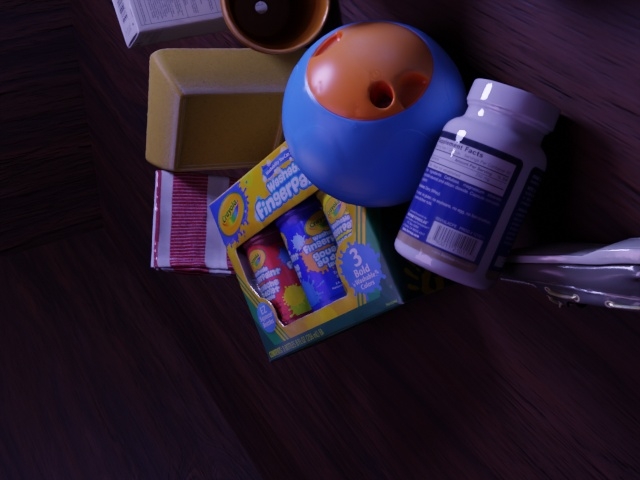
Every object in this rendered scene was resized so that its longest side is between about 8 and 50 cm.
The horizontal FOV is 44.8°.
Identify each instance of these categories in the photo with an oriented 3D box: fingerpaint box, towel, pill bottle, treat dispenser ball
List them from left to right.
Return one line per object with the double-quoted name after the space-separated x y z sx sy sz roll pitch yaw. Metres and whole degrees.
-0.208 -0.033 1.742 0.037 0.329 0.237 144 128 -62 "towel"
0.000 0.000 1.533 0.445 0.163 0.371 -31 78 49 "fingerpaint box"
0.084 -0.195 1.209 0.288 0.288 0.288 42 141 46 "treat dispenser ball"
0.219 -0.078 1.074 0.153 0.153 0.264 33 102 52 "pill bottle"

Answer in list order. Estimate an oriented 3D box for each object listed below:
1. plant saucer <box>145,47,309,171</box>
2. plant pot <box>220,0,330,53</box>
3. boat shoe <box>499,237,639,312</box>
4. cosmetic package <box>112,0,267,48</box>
-0.196 -0.257 1.656 0.333 0.333 0.081 109 151 -52 "plant saucer"
-0.101 -0.466 1.528 0.188 0.205 0.205 -145 41 -73 "plant pot"
0.351 0.050 1.056 0.305 0.109 0.091 -3 99 59 "boat shoe"
-0.284 -0.533 1.687 0.113 0.309 0.160 -13 94 63 "cosmetic package"
